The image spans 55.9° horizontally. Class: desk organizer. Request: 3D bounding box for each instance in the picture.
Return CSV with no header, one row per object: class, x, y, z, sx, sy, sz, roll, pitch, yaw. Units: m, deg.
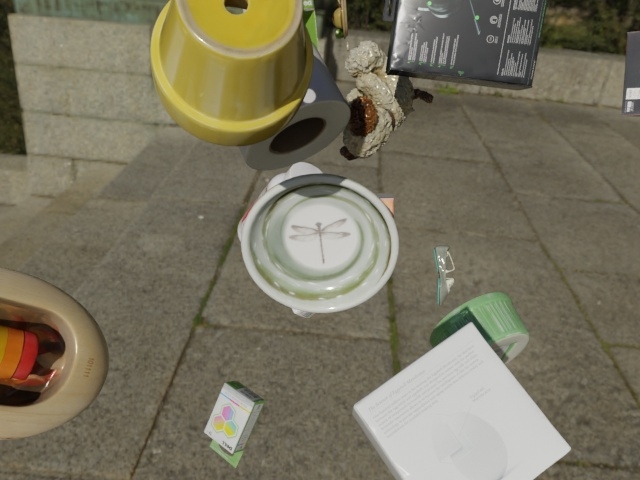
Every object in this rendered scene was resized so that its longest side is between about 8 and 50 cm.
desk organizer,0.515,-0.262,0.960,0.047,0.130,0.050,6,6,39

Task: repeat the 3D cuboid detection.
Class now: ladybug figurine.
ladybug figurine,-0.624,0.204,1.117,0.449,0.305,0.161,29,-27,-37

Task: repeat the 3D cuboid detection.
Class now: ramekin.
ramekin,0.518,0.317,1.939,0.303,0.303,0.148,-9,51,-26

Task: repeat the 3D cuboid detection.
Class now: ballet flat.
ballet flat,0.436,0.121,2.108,0.068,0.213,0.072,-4,-9,9

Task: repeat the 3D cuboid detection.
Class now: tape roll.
tape roll,-0.081,-0.283,1.266,0.246,0.246,0.169,-17,72,-36

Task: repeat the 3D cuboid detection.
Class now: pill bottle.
pill bottle,-0.142,-0.115,2.355,0.229,0.408,0.229,20,48,-24

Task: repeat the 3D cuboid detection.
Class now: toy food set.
toy food set,0.052,-0.607,1.627,0.038,0.192,0.132,-3,13,4

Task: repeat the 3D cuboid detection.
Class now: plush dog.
plush dog,0.127,-0.290,1.405,0.210,0.262,0.225,26,70,10

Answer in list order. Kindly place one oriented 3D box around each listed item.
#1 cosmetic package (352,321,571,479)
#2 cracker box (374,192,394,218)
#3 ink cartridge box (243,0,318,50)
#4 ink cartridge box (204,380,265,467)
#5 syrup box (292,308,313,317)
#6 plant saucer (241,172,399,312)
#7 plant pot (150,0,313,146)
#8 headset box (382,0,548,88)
cosmetic package,0.201,0.287,0.919,0.224,0.138,0.225,-32,73,-10
cracker box,0.128,-0.094,1.699,0.155,0.067,0.232,-1,7,7
ink cartridge box,-0.097,-0.520,1.400,0.097,0.255,0.188,-17,19,-28
ink cartridge box,-0.242,0.499,1.629,0.109,0.209,0.062,27,6,28
syrup box,-0.074,0.124,1.940,0.237,0.093,0.096,60,15,27
plant saucer,0.000,0.000,1.557,0.400,0.401,0.100,6,28,0
plant pot,-0.125,-0.292,0.879,0.253,0.254,0.239,1,-8,-10
headset box,0.260,-0.421,1.121,0.283,0.246,0.131,6,11,2
